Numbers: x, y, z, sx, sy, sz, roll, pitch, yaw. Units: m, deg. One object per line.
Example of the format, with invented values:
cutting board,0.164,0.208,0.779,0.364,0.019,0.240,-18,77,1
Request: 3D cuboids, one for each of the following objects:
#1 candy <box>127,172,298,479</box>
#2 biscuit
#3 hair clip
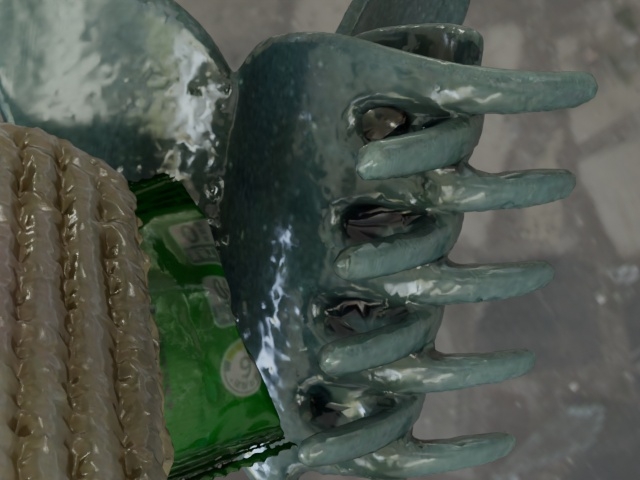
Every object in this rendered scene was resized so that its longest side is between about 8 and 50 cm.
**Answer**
candy,-0.107,0.048,1.048,0.141,0.078,0.203,-18,74,-23
biscuit,-0.084,0.063,0.462,0.108,0.062,0.239,-59,20,19
hair clip,0.000,0.000,1.140,0.238,0.392,0.318,31,118,43
